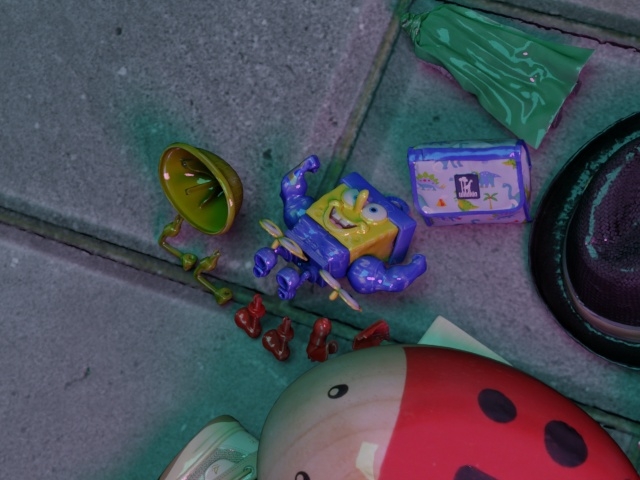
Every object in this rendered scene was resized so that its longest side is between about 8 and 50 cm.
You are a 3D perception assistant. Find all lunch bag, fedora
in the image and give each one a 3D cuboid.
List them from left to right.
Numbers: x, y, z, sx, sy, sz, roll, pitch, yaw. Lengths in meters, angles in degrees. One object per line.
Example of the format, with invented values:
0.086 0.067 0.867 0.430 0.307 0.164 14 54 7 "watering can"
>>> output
0.172 -0.072 1.778 0.128 0.151 0.096 -3 70 11 "lunch bag"
0.384 -0.026 1.711 0.334 0.152 0.334 -4 70 12 "fedora"

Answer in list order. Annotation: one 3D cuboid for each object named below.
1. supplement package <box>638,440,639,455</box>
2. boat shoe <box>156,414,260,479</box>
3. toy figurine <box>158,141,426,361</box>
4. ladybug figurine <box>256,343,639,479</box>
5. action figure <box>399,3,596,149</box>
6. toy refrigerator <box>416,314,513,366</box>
0.413 0.228 1.563 0.139 0.244 0.134 -42 67 -4 "supplement package"
-0.166 0.334 1.738 0.098 0.109 0.302 37 77 23 "boat shoe"
0.000 0.000 1.830 0.217 0.191 0.362 -30 55 -31 "toy figurine"
0.158 0.263 1.576 0.449 0.162 0.305 20 76 -12 "ladybug figurine"
0.194 -0.216 1.872 0.232 0.063 0.137 31 82 17 "action figure"
0.094 0.225 1.724 0.102 0.094 0.269 34 82 14 "toy refrigerator"
